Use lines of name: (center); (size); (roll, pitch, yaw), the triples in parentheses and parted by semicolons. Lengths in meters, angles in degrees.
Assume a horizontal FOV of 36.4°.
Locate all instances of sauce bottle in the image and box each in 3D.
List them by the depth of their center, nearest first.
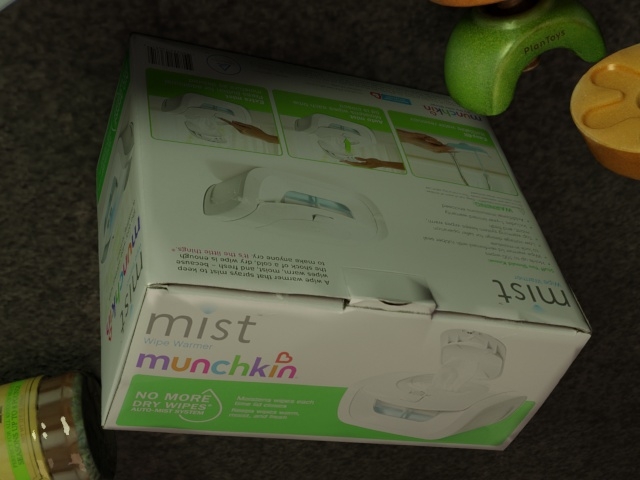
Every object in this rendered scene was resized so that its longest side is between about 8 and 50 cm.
sauce bottle: (-0.350, 0.197, 0.812); (0.344, 0.111, 0.111); (-15, 136, -1)

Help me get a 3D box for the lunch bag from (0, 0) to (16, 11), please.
lunch bag: (-0.109, -0.200, 0.430); (0.219, 0.176, 0.090); (-29, 134, 16)

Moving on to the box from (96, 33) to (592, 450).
box: (0.000, 0.000, 0.617); (0.262, 0.231, 0.127); (7, 132, -21)

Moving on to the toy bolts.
toy bolts: (0.183, -0.169, 0.534); (0.228, 0.218, 0.158); (-31, 130, -9)
